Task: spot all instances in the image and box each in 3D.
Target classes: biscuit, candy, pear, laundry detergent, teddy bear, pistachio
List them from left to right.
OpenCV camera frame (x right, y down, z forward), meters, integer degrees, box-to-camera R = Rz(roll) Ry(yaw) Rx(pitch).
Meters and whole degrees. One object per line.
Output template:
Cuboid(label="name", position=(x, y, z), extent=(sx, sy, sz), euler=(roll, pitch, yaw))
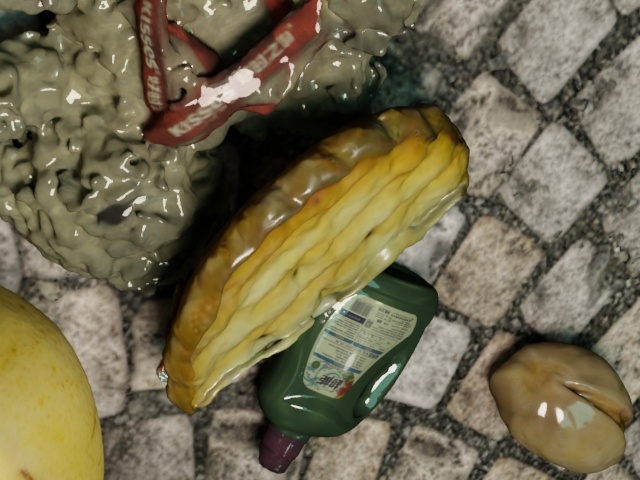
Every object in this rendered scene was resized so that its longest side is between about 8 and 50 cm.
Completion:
Cuboid(label="pear", position=(-0.314, 0.165, 1.287), extent=(0.309, 0.309, 0.309), euler=(-11, 117, -23))
Cuboid(label="teddy bear", position=(-0.122, -0.107, 1.332), extent=(0.357, 0.224, 0.367), euler=(3, 113, -14))
Cuboid(label="candy", position=(-0.109, 0.054, 1.509), extent=(0.043, 0.045, 0.175), euler=(-12, 122, -62))
Cuboid(label="biscuit", position=(0.000, 0.000, 1.418), extent=(0.335, 0.078, 0.329), euler=(-26, 158, -41))
Cuboid(label="laundry detergent", position=(0.015, 0.121, 1.583), extent=(0.144, 0.078, 0.221), euler=(18, 103, -40))
Cuboid(label="pistachio", position=(0.249, 0.170, 1.712), extent=(0.124, 0.124, 0.185), euler=(-48, 132, -1))
